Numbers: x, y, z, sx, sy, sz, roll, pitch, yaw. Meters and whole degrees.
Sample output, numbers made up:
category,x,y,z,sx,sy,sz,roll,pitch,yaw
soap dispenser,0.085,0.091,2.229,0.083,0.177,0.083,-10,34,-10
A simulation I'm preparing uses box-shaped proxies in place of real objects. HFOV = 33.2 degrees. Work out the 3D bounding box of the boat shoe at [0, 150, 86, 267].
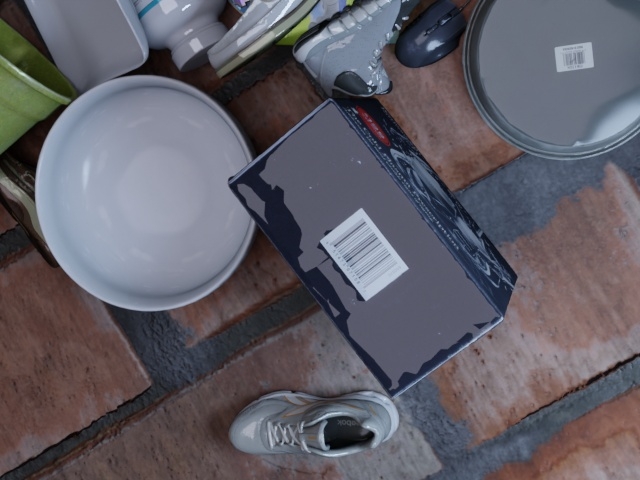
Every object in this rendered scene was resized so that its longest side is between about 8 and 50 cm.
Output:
category,x,y,z,sx,sy,sz,roll,pitch,yaw
boat shoe,-0.450,-0.077,1.684,0.095,0.095,0.257,-35,80,-20

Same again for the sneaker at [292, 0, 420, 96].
category,x,y,z,sx,sy,sz,roll,pitch,yaw
sneaker,0.085,-0.275,1.487,0.228,0.086,0.132,-28,108,22

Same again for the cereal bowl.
category,x,y,z,sx,sy,sz,roll,pitch,yaw
cereal bowl,-0.240,-0.073,1.590,0.339,0.141,0.339,1,97,9

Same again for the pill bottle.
category,x,y,z,sx,sy,sz,roll,pitch,yaw
pill bottle,-0.233,-0.379,1.553,0.146,0.146,0.264,-31,90,15

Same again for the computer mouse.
category,x,y,z,sx,sy,sz,roll,pitch,yaw
computer mouse,0.203,-0.331,1.511,0.242,0.041,0.071,-41,86,14

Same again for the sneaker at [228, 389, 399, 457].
category,x,y,z,sx,sy,sz,roll,pitch,yaw
sneaker,-0.021,0.278,1.598,0.262,0.121,0.099,-10,94,14

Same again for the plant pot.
category,x,y,z,sx,sy,sz,roll,pitch,yaw
plant pot,-0.539,-0.199,1.552,0.276,0.276,0.254,42,96,5

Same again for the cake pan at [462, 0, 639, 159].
category,x,y,z,sx,sy,sz,roll,pitch,yaw
cake pan,0.341,-0.254,1.467,0.293,0.054,0.293,1,99,7

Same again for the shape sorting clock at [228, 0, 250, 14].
category,x,y,z,sx,sy,sz,roll,pitch,yaw
shape sorting clock,-0.056,-0.414,1.562,0.206,0.040,0.206,2,98,13

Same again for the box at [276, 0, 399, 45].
category,x,y,z,sx,sy,sz,roll,pitch,yaw
box,0.024,-0.332,1.532,0.178,0.042,0.109,1,107,4

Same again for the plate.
category,x,y,z,sx,sy,sz,roll,pitch,yaw
plate,-0.353,-0.361,1.552,0.277,0.045,0.278,-10,108,56

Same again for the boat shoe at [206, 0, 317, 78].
category,x,y,z,sx,sy,sz,roll,pitch,yaw
boat shoe,-0.048,-0.348,1.459,0.302,0.113,0.103,-41,98,3

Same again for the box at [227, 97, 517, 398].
category,x,y,z,sx,sy,sz,roll,pitch,yaw
box,0.085,-0.009,1.439,0.179,0.312,0.343,-38,88,14
